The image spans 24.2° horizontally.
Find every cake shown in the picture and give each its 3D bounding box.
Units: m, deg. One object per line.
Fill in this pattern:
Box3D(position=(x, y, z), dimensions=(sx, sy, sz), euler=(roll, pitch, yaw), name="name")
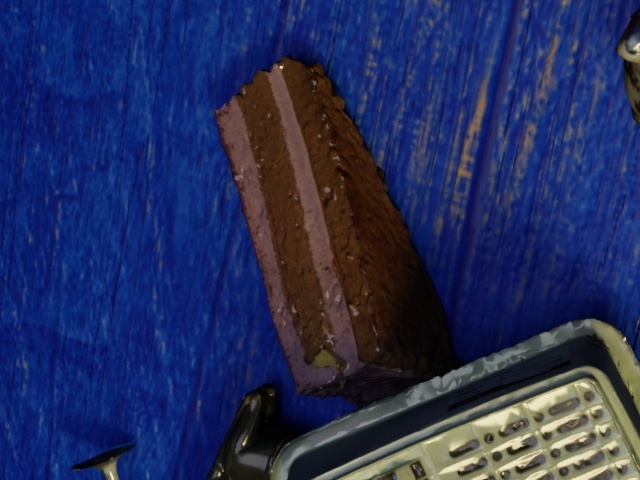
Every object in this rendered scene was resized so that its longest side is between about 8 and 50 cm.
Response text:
Box3D(position=(0.000, 0.000, 1.190), dimensions=(0.116, 0.112, 0.295), euler=(-27, 82, 30), name="cake")

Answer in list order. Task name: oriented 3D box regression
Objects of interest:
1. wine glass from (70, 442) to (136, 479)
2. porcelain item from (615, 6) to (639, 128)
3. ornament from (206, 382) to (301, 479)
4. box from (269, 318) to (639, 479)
Box3D(position=(-0.167, 0.291, 1.379), dimensions=(0.066, 0.066, 0.198), euler=(-18, 93, 32), name="wine glass")
Box3D(position=(0.310, -0.165, 0.947), dimensions=(0.186, 0.138, 0.288), euler=(29, 117, 10), name="porcelain item")
Box3D(position=(0.003, 0.260, 1.262), dimensions=(0.236, 0.080, 0.202), euler=(28, 111, 21), name="ornament")
Box3D(position=(0.121, 0.203, 1.087), dimensions=(0.290, 0.166, 0.221), euler=(-24, 89, 11), name="box")
